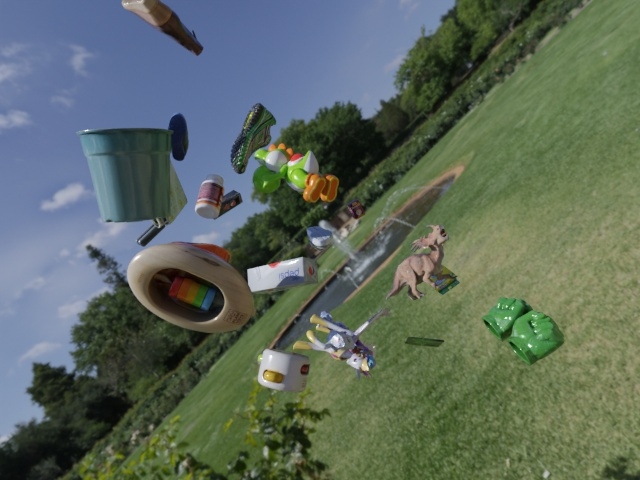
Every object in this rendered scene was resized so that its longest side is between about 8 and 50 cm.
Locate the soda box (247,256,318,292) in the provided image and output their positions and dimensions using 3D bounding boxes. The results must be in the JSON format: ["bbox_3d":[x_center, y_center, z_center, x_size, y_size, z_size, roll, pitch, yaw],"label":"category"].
[{"bbox_3d":[-0.148,0.137,1.705,0.286,0.098,0.091,-13,-16,35],"label":"soda box"}]

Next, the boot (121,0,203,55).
[{"bbox_3d":[-0.470,-0.649,1.326,0.090,0.248,0.207,-48,-43,3],"label":"boot"}]

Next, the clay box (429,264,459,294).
[{"bbox_3d":[0.633,0.193,2.405,0.127,0.053,0.222,-33,35,-9],"label":"clay box"}]

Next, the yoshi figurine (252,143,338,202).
[{"bbox_3d":[-0.124,-0.225,1.691,0.203,0.362,0.203,-45,-34,-24],"label":"yoshi figurine"}]

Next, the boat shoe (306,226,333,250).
[{"bbox_3d":[0.000,0.000,2.133,0.109,0.094,0.302,-11,13,-7],"label":"boat shoe"}]

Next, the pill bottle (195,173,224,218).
[{"bbox_3d":[-0.394,-0.162,1.603,0.086,0.086,0.152,-44,34,53],"label":"pill bottle"}]

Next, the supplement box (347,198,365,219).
[{"bbox_3d":[0.172,-0.149,2.141,0.055,0.083,0.043,-32,17,-9],"label":"supplement box"}]

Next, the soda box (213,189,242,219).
[{"bbox_3d":[-0.446,-0.166,2.062,0.169,0.060,0.053,-37,-45,-28],"label":"soda box"}]

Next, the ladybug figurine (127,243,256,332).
[{"bbox_3d":[-0.431,0.157,1.547,0.305,0.449,0.162,-56,14,22],"label":"ladybug figurine"}]

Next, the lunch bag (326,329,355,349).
[{"bbox_3d":[0.076,0.354,1.574,0.071,0.083,0.053,24,-87,-46],"label":"lunch bag"}]

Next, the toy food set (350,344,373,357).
[{"bbox_3d":[0.149,0.432,1.725,0.019,0.078,0.122,-62,0,-26],"label":"toy food set"}]

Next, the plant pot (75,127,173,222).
[{"bbox_3d":[-0.722,-0.247,1.707,0.341,0.334,0.341,-4,9,1],"label":"plant pot"}]

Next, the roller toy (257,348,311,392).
[{"bbox_3d":[-0.139,0.505,1.710,0.209,0.191,0.146,164,119,-68],"label":"roller toy"}]

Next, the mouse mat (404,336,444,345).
[{"bbox_3d":[0.451,0.445,1.941,0.189,0.153,0.007,77,-161,-66],"label":"mouse mat"}]

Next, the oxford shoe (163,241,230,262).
[{"bbox_3d":[-0.621,0.059,2.243,0.364,0.133,0.130,16,-86,-45],"label":"oxford shoe"}]

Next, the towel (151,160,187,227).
[{"bbox_3d":[-0.745,-0.260,2.066,0.090,0.320,0.374,-14,23,4],"label":"towel"}]

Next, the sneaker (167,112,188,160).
[{"bbox_3d":[-0.636,-0.477,1.998,0.090,0.081,0.232,-96,17,-48],"label":"sneaker"}]

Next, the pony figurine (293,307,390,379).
[{"bbox_3d":[0.121,0.438,1.929,0.351,0.363,0.303,-30,-47,-52],"label":"pony figurine"}]

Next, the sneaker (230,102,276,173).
[{"bbox_3d":[-0.301,-0.456,2.051,0.134,0.146,0.343,7,71,57],"label":"sneaker"}]

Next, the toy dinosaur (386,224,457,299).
[{"bbox_3d":[0.339,0.088,1.548,0.296,0.200,0.127,-33,-13,16],"label":"toy dinosaur"}]

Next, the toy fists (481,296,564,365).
[{"bbox_3d":[0.618,0.259,1.363,0.142,0.096,0.279,-32,17,0],"label":"toy fists"}]

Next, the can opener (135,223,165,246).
[{"bbox_3d":[-0.863,-0.090,2.338,0.074,0.093,0.280,15,61,45],"label":"can opener"}]
